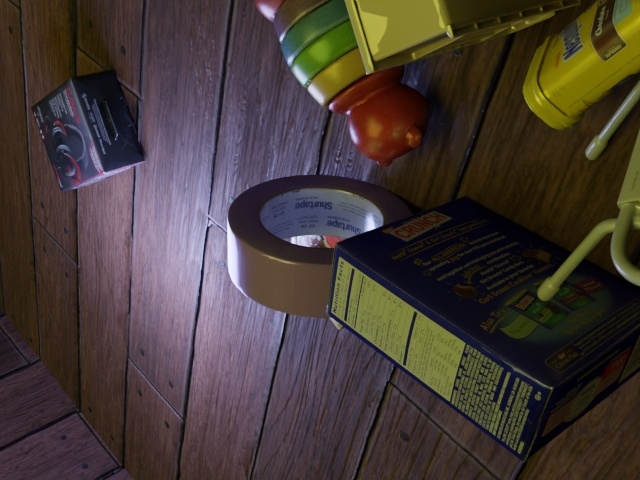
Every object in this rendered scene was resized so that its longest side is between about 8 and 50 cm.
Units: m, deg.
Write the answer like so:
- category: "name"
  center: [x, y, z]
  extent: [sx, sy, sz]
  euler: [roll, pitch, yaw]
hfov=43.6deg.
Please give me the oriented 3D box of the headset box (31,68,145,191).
- category: "headset box"
  center: [-0.525, -0.247, 1.813]
  extent: [0.293, 0.110, 0.218]
  euler: [-9, 101, 52]

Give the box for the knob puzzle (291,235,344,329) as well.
- category: "knob puzzle"
  center: [0.003, 0.041, 1.403]
  extent: [0.213, 0.030, 0.213]
  euler: [26, 128, 40]

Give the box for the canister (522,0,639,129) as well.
- category: "canister"
  center: [0.304, -0.209, 0.839]
  extent: [0.073, 0.126, 0.170]
  euler: [37, 140, -11]

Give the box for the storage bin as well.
- category: "storage bin"
  center: [0.139, -0.344, 0.850]
  extent: [0.123, 0.260, 0.262]
  euler: [-9, 101, 53]

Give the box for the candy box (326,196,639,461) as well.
- category: "candy box"
  center: [0.209, 0.085, 0.987]
  extent: [0.317, 0.268, 0.122]
  euler: [35, 129, 35]

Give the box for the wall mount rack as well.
- category: "wall mount rack"
  center: [0.342, -0.067, 0.775]
  extent: [0.304, 0.350, 0.130]
  euler: [-7, 138, 49]

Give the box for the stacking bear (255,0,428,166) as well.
- category: "stacking bear"
  center: [0.048, -0.244, 1.107]
  extent: [0.175, 0.164, 0.289]
  euler: [-32, 88, 52]

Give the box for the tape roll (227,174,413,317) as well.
- category: "tape roll"
  center: [0.000, 0.000, 1.184]
  extent: [0.275, 0.275, 0.090]
  euler: [30, 129, 37]
